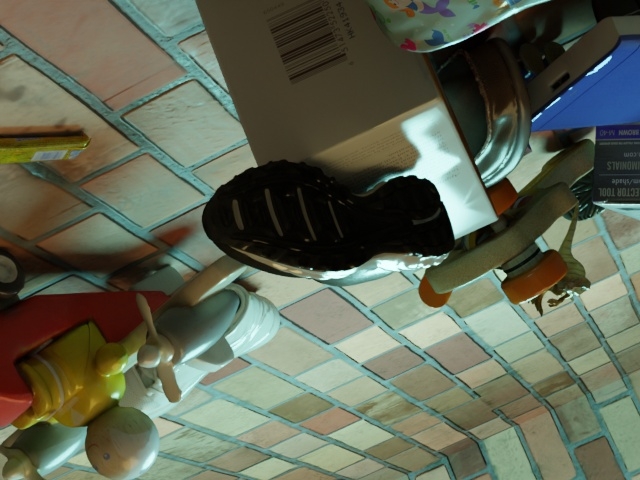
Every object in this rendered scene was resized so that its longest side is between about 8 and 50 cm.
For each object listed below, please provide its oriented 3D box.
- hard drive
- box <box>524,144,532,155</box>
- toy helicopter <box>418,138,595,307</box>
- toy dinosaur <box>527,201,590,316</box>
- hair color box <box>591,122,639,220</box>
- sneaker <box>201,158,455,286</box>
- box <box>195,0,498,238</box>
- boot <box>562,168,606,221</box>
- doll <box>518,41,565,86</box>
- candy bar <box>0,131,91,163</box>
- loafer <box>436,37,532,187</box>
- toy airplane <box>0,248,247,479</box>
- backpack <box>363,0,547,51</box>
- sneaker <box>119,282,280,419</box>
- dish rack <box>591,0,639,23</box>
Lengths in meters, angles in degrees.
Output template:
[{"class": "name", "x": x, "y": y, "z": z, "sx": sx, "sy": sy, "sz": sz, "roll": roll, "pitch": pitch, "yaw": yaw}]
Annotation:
[{"class": "hard drive", "x": 0.387, "y": -0.190, "z": 1.613, "sx": 0.319, "sy": 0.040, "sz": 0.210, "roll": -8, "pitch": 161, "yaw": -31}, {"class": "box", "x": 0.215, "y": -0.111, "z": 1.870, "sx": 0.136, "sy": 0.028, "sz": 0.081, "roll": -27, "pitch": 160, "yaw": 18}, {"class": "toy helicopter", "x": 0.254, "y": -0.031, "z": 1.882, "sx": 0.355, "sy": 0.140, "sz": 0.235, "roll": -39, "pitch": -174, "yaw": -41}, {"class": "toy dinosaur", "x": 0.312, "y": 0.040, "z": 1.846, "sx": 0.112, "sy": 0.064, "sz": 0.211, "roll": -34, "pitch": -161, "yaw": 16}, {"class": "hair color box", "x": 0.492, "y": -0.078, "z": 1.863, "sx": 0.185, "sy": 0.110, "sz": 0.339, "roll": 1, "pitch": 177, "yaw": 28}, {"class": "sneaker", "x": 0.000, "y": 0.000, "z": 1.220, "sx": 0.108, "sy": 0.100, "sz": 0.271, "roll": -30, "pitch": 158, "yaw": 36}, {"class": "box", "x": 0.034, "y": -0.126, "z": 1.376, "sx": 0.168, "sy": 0.215, "sz": 0.345, "roll": -24, "pitch": 160, "yaw": 7}, {"class": "boot", "x": 0.474, "y": -0.089, "z": 2.144, "sx": 0.189, "sy": 0.076, "sz": 0.208, "roll": -34, "pitch": 164, "yaw": 34}, {"class": "doll", "x": 0.225, "y": -0.164, "z": 1.719, "sx": 0.129, "sy": 0.046, "sz": 0.189, "roll": -9, "pitch": 156, "yaw": -32}, {"class": "candy bar", "x": -0.300, "y": -0.089, "z": 1.413, "sx": 0.161, "sy": 0.018, "sz": 0.040, "roll": -7, "pitch": 158, "yaw": -37}, {"class": "loafer", "x": 0.122, "y": -0.100, "z": 1.648, "sx": 0.130, "sy": 0.134, "sz": 0.366, "roll": -10, "pitch": 157, "yaw": -25}, {"class": "toy airplane", "x": -0.248, "y": 0.156, "z": 1.716, "sx": 0.384, "sy": 0.272, "sz": 0.386, "roll": -21, "pitch": 159, "yaw": -4}, {"class": "backpack", "x": 0.114, "y": -0.274, "z": 1.091, "sx": 0.253, "sy": 0.225, "sz": 0.191, "roll": -27, "pitch": 137, "yaw": 26}, {"class": "sneaker", "x": -0.208, "y": 0.150, "z": 1.987, "sx": 0.292, "sy": 0.108, "sz": 0.169, "roll": -34, "pitch": 161, "yaw": 4}, {"class": "dish rack", "x": 0.421, "y": -0.252, "z": 1.645, "sx": 0.208, "sy": 0.074, "sz": 0.271, "roll": -21, "pitch": 161, "yaw": 12}]
